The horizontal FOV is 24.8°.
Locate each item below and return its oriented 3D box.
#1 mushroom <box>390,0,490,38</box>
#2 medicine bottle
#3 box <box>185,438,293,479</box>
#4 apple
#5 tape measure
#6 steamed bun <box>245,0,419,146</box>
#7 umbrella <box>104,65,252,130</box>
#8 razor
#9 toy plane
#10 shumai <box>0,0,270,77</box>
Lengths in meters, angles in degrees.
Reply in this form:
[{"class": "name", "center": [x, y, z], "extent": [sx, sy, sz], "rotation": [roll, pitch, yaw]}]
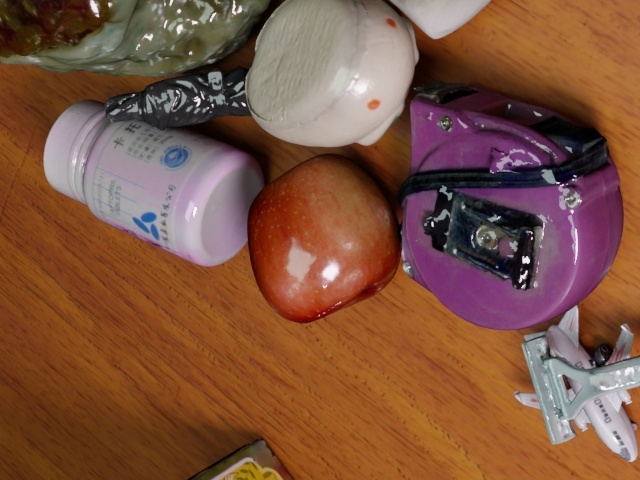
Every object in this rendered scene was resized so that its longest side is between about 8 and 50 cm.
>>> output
[{"class": "mushroom", "center": [0.160, -0.325, 1.469], "extent": [0.118, 0.103, 0.270], "rotation": [43, 117, 20]}, {"class": "medicine bottle", "center": [-0.206, -0.076, 1.782], "extent": [0.254, 0.152, 0.152], "rotation": [23, 118, 28]}, {"class": "box", "center": [-0.120, 0.482, 1.730], "extent": [0.373, 0.420, 0.138], "rotation": [52, 129, 12]}, {"class": "apple", "center": [0.000, 0.000, 1.635], "extent": [0.181, 0.181, 0.168], "rotation": [-33, 87, 39]}, {"class": "tape measure", "center": [0.184, -0.029, 1.508], "extent": [0.245, 0.149, 0.232], "rotation": [17, 113, 31]}, {"class": "steamed bun", "center": [0.022, -0.182, 1.572], "extent": [0.228, 0.130, 0.177], "rotation": [3, 76, 57]}, {"class": "umbrella", "center": [-0.140, -0.164, 1.711], "extent": [0.235, 0.059, 0.066], "rotation": [-8, 92, 11]}, {"class": "razor", "center": [0.345, 0.121, 1.453], "extent": [0.277, 0.056, 0.111], "rotation": [-17, 89, 23]}, {"class": "toy plane", "center": [0.288, 0.156, 1.547], "extent": [0.162, 0.065, 0.171], "rotation": [-40, 82, 37]}, {"class": "shumai", "center": [-0.262, -0.323, 1.636], "extent": [0.397, 0.323, 0.324], "rotation": [0, 107, 36]}]
